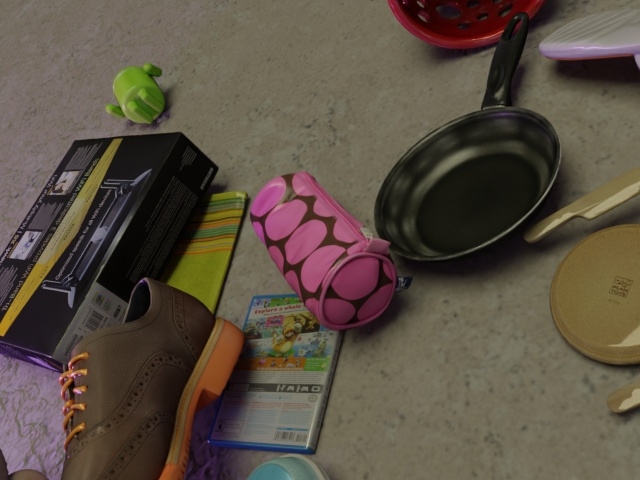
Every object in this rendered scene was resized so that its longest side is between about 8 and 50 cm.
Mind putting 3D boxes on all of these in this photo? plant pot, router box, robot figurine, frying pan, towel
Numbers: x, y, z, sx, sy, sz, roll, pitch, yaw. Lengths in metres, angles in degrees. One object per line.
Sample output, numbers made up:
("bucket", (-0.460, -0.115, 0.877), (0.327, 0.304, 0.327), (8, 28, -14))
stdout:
("plant pot", (0.167, -0.351, 0.876), (0.191, 0.191, 0.174), (-17, 46, 22))
("router box", (-0.295, 0.010, 0.952), (0.242, 0.081, 0.309), (5, 61, 41))
("robot figurine", (-0.279, -0.224, 1.154), (0.101, 0.067, 0.115), (-47, 43, 10))
("frying pan", (0.148, -0.098, 0.784), (0.197, 0.053, 0.326), (-22, 39, 25))
("towel", (-0.156, 0.041, 0.896), (0.102, 0.021, 0.237), (-8, 52, 29))

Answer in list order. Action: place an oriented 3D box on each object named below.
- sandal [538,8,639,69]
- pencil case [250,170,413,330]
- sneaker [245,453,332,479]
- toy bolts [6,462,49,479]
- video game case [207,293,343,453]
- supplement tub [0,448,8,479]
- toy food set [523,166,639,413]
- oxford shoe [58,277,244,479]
("sandal", (0.335, -0.180, 0.718), (0.102, 0.076, 0.265), (-39, 28, -22))
("pencil case", (0.000, 0.000, 0.761), (0.209, 0.095, 0.098), (46, 129, 52))
("sneaker", (-0.099, 0.281, 0.534), (0.127, 0.208, 0.319), (1, 57, 36))
("toy bolts", (-0.369, 0.330, 0.764), (0.218, 0.158, 0.229), (135, 146, -60))
("video game case", (-0.040, 0.128, 0.755), (0.119, 0.015, 0.166), (-5, 54, 31))
("supplement tub", (-0.338, 0.269, 0.535), (0.235, 0.235, 0.325), (-15, 80, 23))
("toy food set", (0.256, 0.044, 0.619), (0.132, 0.038, 0.192), (-30, 50, 20))
("oxford shoe", (-0.184, 0.163, 0.646), (0.130, 0.132, 0.364), (-43, 13, 26))
